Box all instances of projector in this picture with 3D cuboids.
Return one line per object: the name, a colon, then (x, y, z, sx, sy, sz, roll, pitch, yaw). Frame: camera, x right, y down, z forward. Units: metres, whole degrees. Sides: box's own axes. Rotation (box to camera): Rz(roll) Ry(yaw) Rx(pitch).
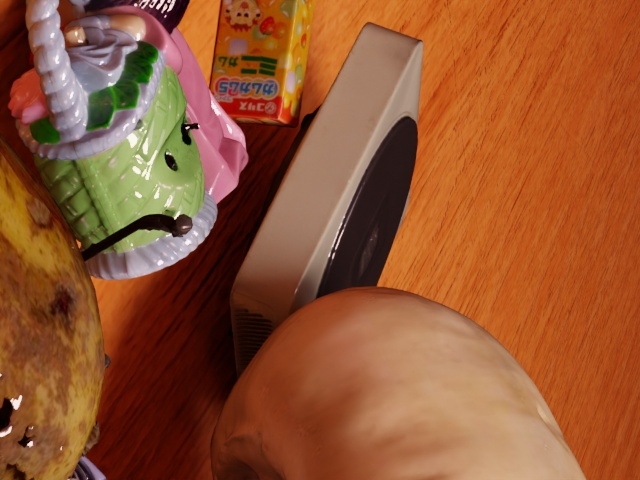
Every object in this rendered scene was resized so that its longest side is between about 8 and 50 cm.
projector: (0.000, 0.000, 1.300, 0.257, 0.079, 0.259, 89, 23, -60)

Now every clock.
clock: (-0.116, -0.099, 0.980, 0.194, 0.100, 0.195, -69, 147, -64)

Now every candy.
candy: (-0.042, -0.146, 1.234, 0.038, 0.062, 0.122, 19, 78, -67)

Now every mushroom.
mushroom: (0.032, 0.197, 1.058, 0.353, 0.325, 0.353, 21, 60, -41)

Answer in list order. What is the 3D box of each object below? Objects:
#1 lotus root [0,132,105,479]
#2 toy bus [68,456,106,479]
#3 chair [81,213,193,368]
lotus root: (-0.210, 0.006, 0.642, 0.397, 0.196, 0.179, 52, 31, -46)
toy bus: (-0.182, 0.217, 0.819, 0.125, 0.133, 0.292, -51, 173, 26)
chair: (-0.188, 0.033, 0.883, 0.213, 0.149, 0.174, -46, -167, 43)
